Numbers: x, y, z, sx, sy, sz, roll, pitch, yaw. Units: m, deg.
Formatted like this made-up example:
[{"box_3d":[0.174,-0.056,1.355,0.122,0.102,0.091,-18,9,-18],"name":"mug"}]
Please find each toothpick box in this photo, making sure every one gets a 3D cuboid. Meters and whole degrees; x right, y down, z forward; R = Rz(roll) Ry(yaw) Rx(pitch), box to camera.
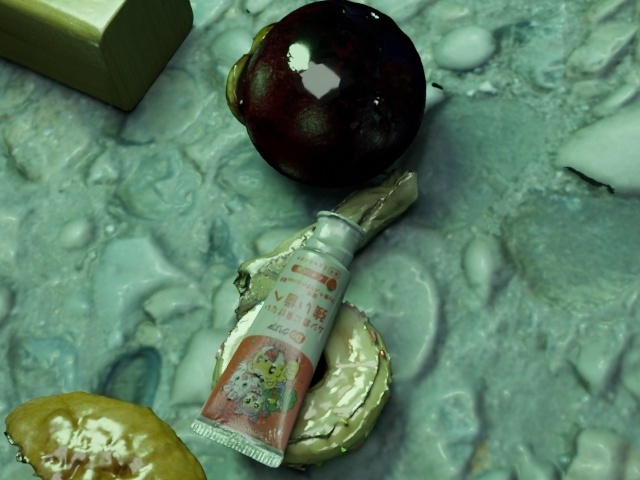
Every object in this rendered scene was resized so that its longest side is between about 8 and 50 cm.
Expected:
[{"box_3d":[-0.314,-0.287,1.510,0.308,0.187,0.190,24,67,17],"name":"toothpick box"}]

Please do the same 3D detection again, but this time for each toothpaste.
[{"box_3d":[-0.028,0.086,1.246,0.089,0.057,0.234,21,74,15],"name":"toothpaste"}]

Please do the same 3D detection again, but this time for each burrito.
[{"box_3d":[0.002,0.002,1.360,0.229,0.058,0.063,-38,66,-10],"name":"burrito"}]

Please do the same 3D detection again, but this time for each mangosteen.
[{"box_3d":[-0.005,-0.151,1.385,0.230,0.194,0.194,14,61,45],"name":"mangosteen"}]

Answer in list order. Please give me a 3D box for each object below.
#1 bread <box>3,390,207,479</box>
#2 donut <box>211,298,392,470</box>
[{"box_3d":[-0.167,0.230,1.219,0.134,0.129,0.260,-31,62,-10],"name":"bread"},{"box_3d":[-0.016,0.133,1.282,0.175,0.068,0.174,-3,59,5],"name":"donut"}]
